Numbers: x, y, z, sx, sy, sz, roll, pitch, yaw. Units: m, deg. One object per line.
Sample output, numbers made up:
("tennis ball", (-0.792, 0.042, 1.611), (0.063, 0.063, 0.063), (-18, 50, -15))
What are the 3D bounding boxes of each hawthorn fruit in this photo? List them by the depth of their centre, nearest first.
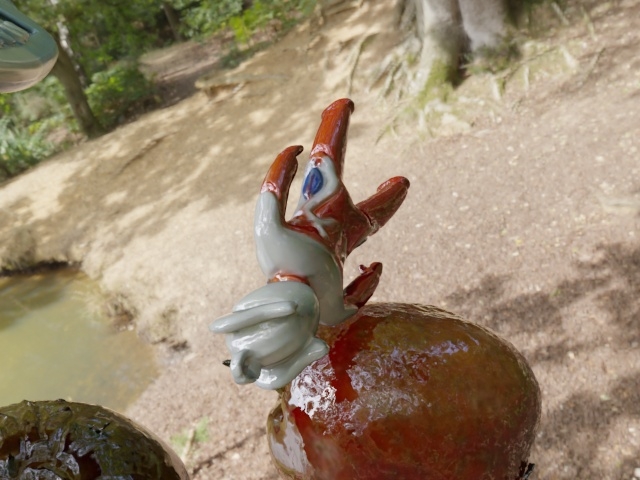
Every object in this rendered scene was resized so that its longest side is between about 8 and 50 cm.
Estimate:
("hawthorn fruit", (0.062, 0.195, 0.732), (0.369, 0.284, 0.284), (16, 21, -9))

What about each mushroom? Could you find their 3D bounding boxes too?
("mushroom", (-0.256, 0.276, 0.570), (0.297, 0.163, 0.278), (-16, 62, -30))

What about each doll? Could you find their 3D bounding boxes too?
("doll", (0.000, 0.000, 0.652), (0.099, 0.188, 0.384), (-24, 23, 34))

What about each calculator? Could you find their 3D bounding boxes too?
("calculator", (-0.308, -0.186, 0.500), (0.042, 0.188, 0.302), (-57, 24, 11))
